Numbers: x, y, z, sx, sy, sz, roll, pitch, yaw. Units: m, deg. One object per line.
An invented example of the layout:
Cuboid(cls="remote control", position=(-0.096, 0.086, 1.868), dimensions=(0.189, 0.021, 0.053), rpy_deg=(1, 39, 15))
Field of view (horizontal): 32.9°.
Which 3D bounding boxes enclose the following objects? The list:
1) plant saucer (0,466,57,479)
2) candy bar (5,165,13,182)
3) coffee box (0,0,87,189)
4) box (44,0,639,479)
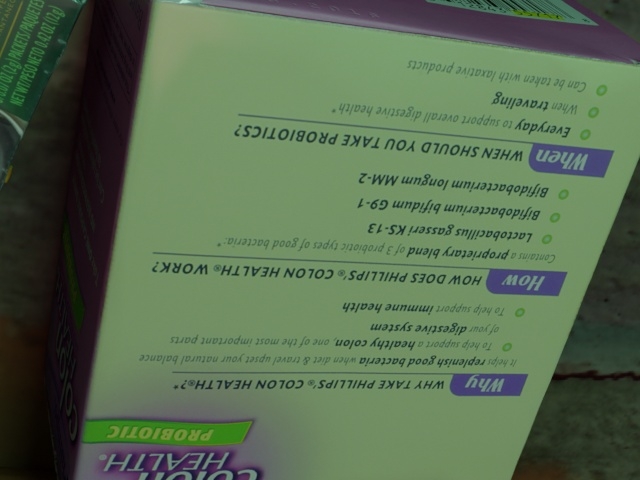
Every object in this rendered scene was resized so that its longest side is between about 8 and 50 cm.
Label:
Cuboid(cls="plant saucer", position=(-0.124, 0.142, 0.500), dimensions=(0.200, 0.200, 0.037), rpy_deg=(13, 88, -26))
Cuboid(cls="candy bar", position=(-0.181, 0.025, 0.500), dimensions=(0.040, 0.018, 0.161), rpy_deg=(13, 116, -26))
Cuboid(cls="coffee box", position=(-0.194, -0.084, 0.400), dimensions=(0.184, 0.040, 0.113), rpy_deg=(23, 112, -22))
Cuboid(cls="box", position=(0.000, 0.000, 0.489), dimensions=(0.214, 0.117, 0.243), rpy_deg=(3, 119, -21))
